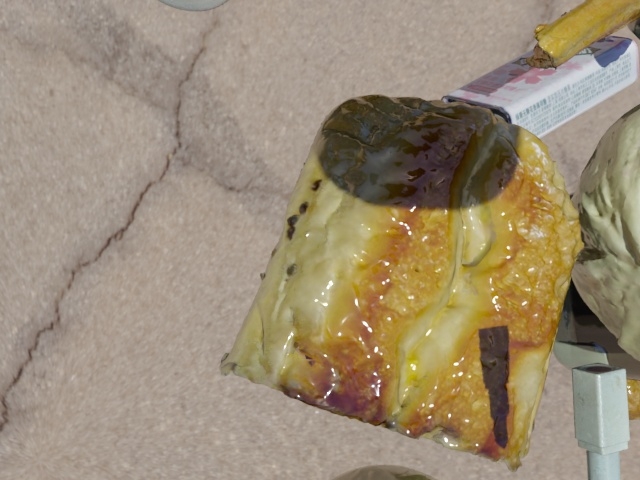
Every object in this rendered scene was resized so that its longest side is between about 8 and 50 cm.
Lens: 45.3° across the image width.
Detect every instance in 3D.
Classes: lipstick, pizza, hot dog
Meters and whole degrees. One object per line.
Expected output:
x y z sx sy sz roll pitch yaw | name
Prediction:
0.217 0.161 0.587 0.030 0.030 0.129 -6 93 -25 | lipstick
0.436 -0.353 1.237 0.365 0.182 0.073 -32 94 -31 | pizza
0.115 0.025 0.864 0.367 0.196 0.365 21 85 -17 | hot dog

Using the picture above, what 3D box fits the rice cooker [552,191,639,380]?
0.519 0.063 1.229 0.335 0.325 0.335 -2 93 -53 | rice cooker

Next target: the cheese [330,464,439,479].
0.022 0.333 0.799 0.260 0.316 0.128 -27 84 -11 | cheese

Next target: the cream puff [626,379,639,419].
0.610 0.246 1.517 0.269 0.155 0.241 49 37 17 | cream puff

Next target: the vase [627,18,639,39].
0.581 -0.373 1.337 0.060 0.060 0.211 38 25 -6 | vase

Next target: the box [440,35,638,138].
0.428 -0.292 1.501 0.370 0.190 0.112 -30 122 -21 | box

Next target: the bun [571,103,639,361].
0.433 0.006 0.863 0.213 0.361 0.361 -15 80 -46 | bun

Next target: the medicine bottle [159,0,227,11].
-0.139 -0.514 1.112 0.224 0.224 0.384 28 49 -11 | medicine bottle
